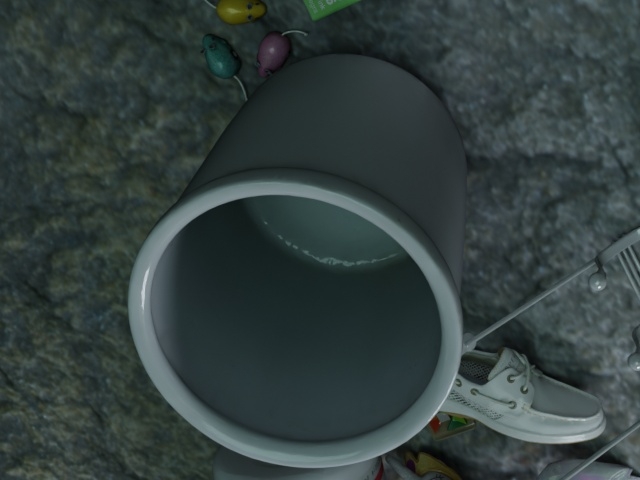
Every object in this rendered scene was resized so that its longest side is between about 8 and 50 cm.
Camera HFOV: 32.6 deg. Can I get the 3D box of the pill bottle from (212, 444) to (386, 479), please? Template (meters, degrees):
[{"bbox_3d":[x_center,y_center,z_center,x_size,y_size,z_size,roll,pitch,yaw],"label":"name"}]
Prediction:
[{"bbox_3d":[0.004,0.454,1.537,0.228,0.229,0.408,-7,110,18],"label":"pill bottle"}]

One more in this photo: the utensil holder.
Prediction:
[{"bbox_3d":[0.000,0.000,1.206,0.327,0.385,0.328,4,119,7],"label":"utensil holder"}]

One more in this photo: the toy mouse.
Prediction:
[{"bbox_3d":[-0.097,-0.238,1.388,0.160,0.031,0.143,10,114,11],"label":"toy mouse"}]

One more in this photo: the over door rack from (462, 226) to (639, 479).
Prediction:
[{"bbox_3d":[0.326,0.159,1.324,0.324,0.108,0.240,-29,99,-5],"label":"over door rack"}]

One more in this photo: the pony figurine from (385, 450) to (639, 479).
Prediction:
[{"bbox_3d":[0.255,0.423,1.427,0.350,0.363,0.303,22,110,-11],"label":"pony figurine"}]

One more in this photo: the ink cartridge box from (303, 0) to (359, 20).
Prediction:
[{"bbox_3d":[0.109,-0.358,1.188,0.272,0.198,0.115,-20,105,23],"label":"ink cartridge box"}]

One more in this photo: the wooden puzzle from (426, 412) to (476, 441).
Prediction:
[{"bbox_3d":[0.172,0.241,1.521,0.116,0.014,0.079,-31,101,25],"label":"wooden puzzle"}]

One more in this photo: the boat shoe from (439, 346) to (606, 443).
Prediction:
[{"bbox_3d":[0.238,0.188,1.430,0.277,0.098,0.096,11,119,12],"label":"boat shoe"}]
